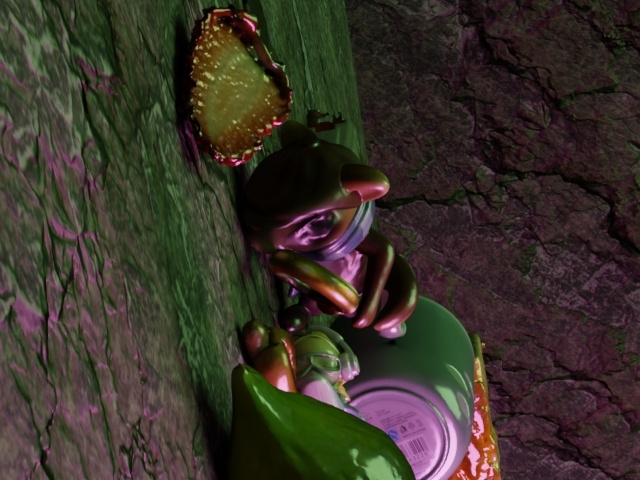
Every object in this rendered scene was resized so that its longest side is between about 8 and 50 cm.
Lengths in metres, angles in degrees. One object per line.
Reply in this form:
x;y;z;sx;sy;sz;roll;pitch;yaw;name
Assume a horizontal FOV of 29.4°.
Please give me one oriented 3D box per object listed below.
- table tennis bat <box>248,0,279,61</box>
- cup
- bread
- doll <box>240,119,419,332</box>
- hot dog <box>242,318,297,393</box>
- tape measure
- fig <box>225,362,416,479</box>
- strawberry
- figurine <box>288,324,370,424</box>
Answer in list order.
-0.094;-0.333;2.025;0.234;0.022;0.131;64;16;-57;table tennis bat
0.115;0.204;1.908;0.274;0.259;0.356;-76;165;-68;cup
0.175;0.329;2.204;0.207;0.279;0.279;-64;147;-76;bread
-0.003;0.003;1.708;0.318;0.209;0.340;47;-14;31;doll
-0.060;0.153;1.503;0.140;0.060;0.090;85;-2;-54;hot dog
0.027;-0.079;2.194;0.258;0.130;0.265;-88;167;-66;tape measure
-0.024;0.236;1.279;0.275;0.206;0.206;58;19;-34;fig
-0.123;-0.176;1.421;0.167;0.087;0.208;58;40;-16;strawberry
-0.002;0.210;1.630;0.208;0.128;0.184;84;-4;-73;figurine
